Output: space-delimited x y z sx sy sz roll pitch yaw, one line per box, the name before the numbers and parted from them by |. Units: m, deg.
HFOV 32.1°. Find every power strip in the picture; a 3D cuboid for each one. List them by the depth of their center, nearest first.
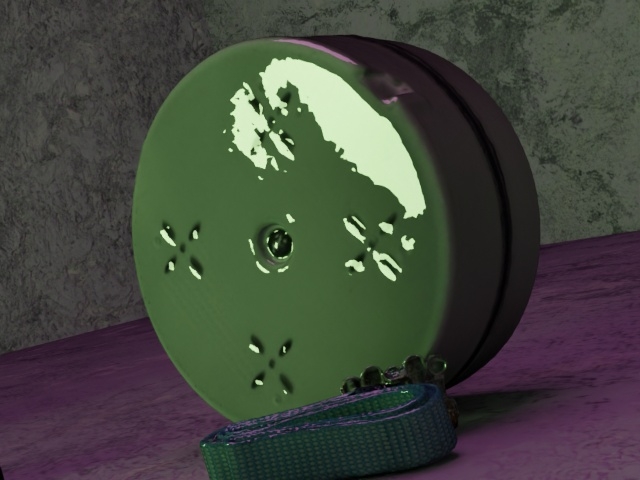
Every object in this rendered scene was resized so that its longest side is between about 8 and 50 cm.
power strip | 0.000 0.000 0.960 0.358 0.357 0.161 -12 0 37

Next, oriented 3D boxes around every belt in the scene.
belt | 0.006 0.135 0.790 0.179 0.065 0.100 -12 11 10

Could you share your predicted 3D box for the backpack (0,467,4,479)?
backpack | -0.267 0.175 0.641 0.165 0.105 0.120 -10 5 -1
